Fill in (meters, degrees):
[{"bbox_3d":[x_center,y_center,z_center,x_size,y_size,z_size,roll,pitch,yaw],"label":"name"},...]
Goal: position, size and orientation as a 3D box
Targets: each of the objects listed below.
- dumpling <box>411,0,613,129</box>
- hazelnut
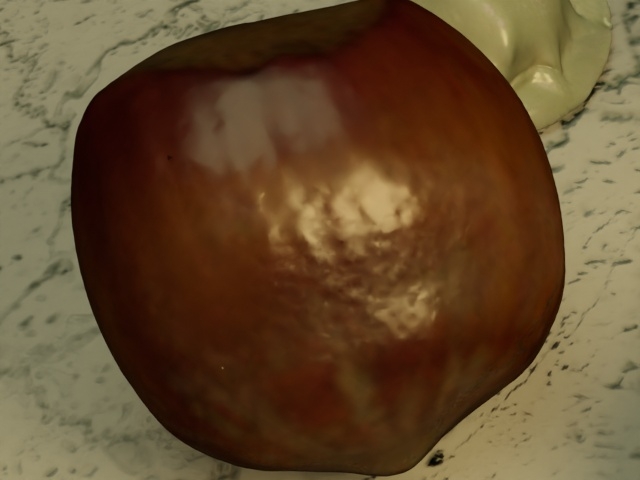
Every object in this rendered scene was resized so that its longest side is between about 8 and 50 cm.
[{"bbox_3d":[0.165,-0.177,1.555,0.252,0.131,0.179,-19,60,-30],"label":"dumpling"},{"bbox_3d":[-0.003,-0.008,1.295,0.365,0.366,0.366,-10,45,10],"label":"hazelnut"}]
